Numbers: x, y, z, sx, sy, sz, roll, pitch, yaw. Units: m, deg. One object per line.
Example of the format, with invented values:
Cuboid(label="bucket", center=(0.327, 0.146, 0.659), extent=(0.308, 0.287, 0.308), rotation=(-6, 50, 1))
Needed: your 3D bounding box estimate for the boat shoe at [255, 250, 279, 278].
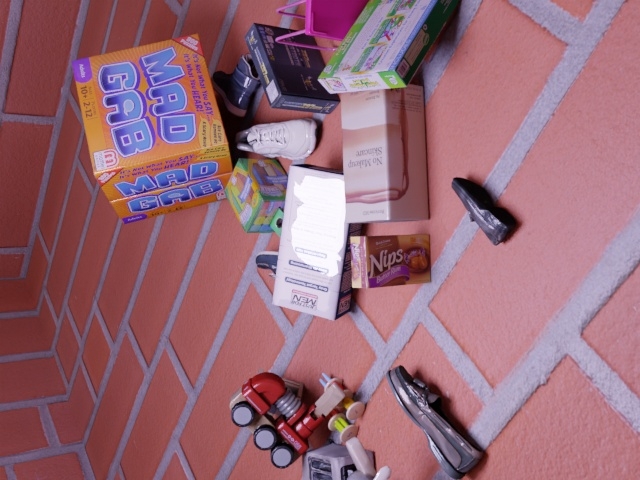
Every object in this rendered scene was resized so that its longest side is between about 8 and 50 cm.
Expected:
Cuboid(label="boat shoe", center=(-0.089, 0.073, 1.948), extent=(0.254, 0.095, 0.079), rotation=(0, 80, 44))

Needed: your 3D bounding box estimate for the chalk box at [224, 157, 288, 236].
Cuboid(label="chalk box", center=(-0.150, -0.104, 1.983), extent=(0.213, 0.132, 0.132), rotation=(59, 134, 33))

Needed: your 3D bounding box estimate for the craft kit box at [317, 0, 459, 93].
Cuboid(label="craft kit box", center=(0.142, -0.427, 1.550), extent=(0.246, 0.061, 0.250), rotation=(12, 65, 50))

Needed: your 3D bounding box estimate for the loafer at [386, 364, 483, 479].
Cuboid(label="loafer", center=(0.243, 0.366, 1.542), extent=(0.084, 0.096, 0.268), rotation=(-44, 62, 20))

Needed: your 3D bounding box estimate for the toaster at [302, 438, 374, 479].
Cuboid(label="toaster", center=(0.043, 0.587, 1.777), extent=(0.185, 0.110, 0.168), rotation=(-8, 84, 53))

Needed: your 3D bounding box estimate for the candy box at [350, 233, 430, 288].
Cuboid(label="candy box", center=(0.150, 0.042, 1.552), extent=(0.053, 0.186, 0.109), rotation=(-2, 89, 52))

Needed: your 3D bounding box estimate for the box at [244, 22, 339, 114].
Cuboid(label="box", center=(-0.071, -0.429, 1.827), extent=(0.059, 0.183, 0.233), rotation=(-43, 57, 44))

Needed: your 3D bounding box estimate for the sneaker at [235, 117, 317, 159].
Cuboid(label="sneaker", center=(-0.119, -0.270, 1.952), extent=(0.292, 0.118, 0.110), rotation=(-1, 89, 51))

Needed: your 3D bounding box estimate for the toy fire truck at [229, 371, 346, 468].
Cuboid(label="toy fire truck", center=(-0.071, 0.401, 1.777), extent=(0.217, 0.246, 0.158), rotation=(48, 179, -5))

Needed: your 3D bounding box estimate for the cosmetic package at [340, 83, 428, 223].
Cuboid(label="cosmetic package", center=(0.139, -0.187, 1.607), extent=(0.153, 0.129, 0.296), rotation=(-5, 87, 51))

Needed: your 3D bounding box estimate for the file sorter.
Cuboid(label="file sorter", center=(0.010, -0.602, 1.701), extent=(0.182, 0.202, 0.291), rotation=(8, 98, 53))

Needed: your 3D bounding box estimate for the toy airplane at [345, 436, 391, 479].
Cuboid(label="toy airplane", center=(0.168, 0.626, 1.479), extent=(0.386, 0.272, 0.385), rotation=(36, 139, 31))

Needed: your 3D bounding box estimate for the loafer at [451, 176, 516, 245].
Cuboid(label="loafer", center=(0.310, -0.061, 1.447), extent=(0.170, 0.062, 0.061), rotation=(55, 137, 37))

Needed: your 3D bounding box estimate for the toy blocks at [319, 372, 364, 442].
Cuboid(label="toy blocks", center=(0.039, 0.410, 1.821), extent=(0.148, 0.054, 0.123), rotation=(40, 123, 46))

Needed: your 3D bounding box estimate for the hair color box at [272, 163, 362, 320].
Cuboid(label="hair color box", center=(0.000, 0.000, 1.763), extent=(0.173, 0.105, 0.347), rotation=(13, 102, 22))

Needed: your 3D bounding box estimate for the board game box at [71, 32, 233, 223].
Cuboid(label="board game box", center=(-0.462, -0.309, 2.095), extent=(0.356, 0.356, 0.356), rotation=(95, 160, -70))

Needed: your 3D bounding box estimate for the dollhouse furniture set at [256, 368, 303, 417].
Cuboid(label="dollhouse furniture set", center=(-0.139, 0.469, 1.950), extent=(0.129, 0.129, 0.184), rotation=(-80, 10, -63))

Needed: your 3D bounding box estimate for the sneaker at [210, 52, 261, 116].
Cuboid(label="sneaker", center=(-0.238, -0.483, 2.128), extent=(0.163, 0.086, 0.226), rotation=(-61, 41, 25))
